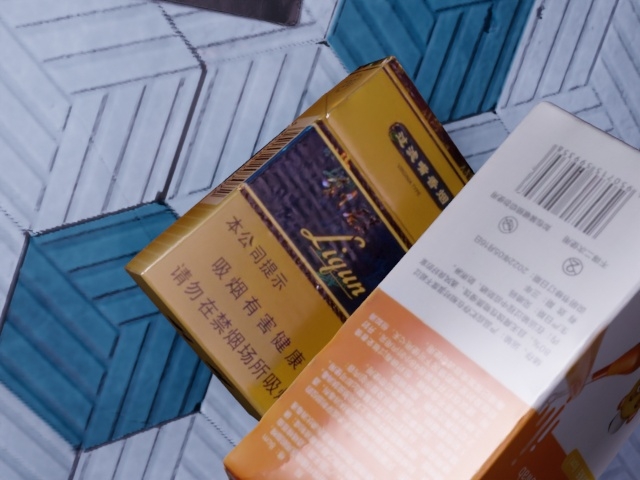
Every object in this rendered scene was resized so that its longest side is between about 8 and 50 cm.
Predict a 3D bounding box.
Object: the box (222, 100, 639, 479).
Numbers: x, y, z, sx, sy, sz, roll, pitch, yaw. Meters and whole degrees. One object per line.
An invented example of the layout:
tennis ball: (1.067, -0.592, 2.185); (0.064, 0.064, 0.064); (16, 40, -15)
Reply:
box: (0.124, 0.107, 0.652); (0.341, 0.143, 0.225); (-47, 144, -5)

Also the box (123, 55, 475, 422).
box: (0.000, 0.000, 0.659); (0.237, 0.070, 0.152); (-41, 107, -13)

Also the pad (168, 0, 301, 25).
pad: (-0.094, -0.223, 0.634); (0.193, 0.004, 0.116); (5, 102, -25)
